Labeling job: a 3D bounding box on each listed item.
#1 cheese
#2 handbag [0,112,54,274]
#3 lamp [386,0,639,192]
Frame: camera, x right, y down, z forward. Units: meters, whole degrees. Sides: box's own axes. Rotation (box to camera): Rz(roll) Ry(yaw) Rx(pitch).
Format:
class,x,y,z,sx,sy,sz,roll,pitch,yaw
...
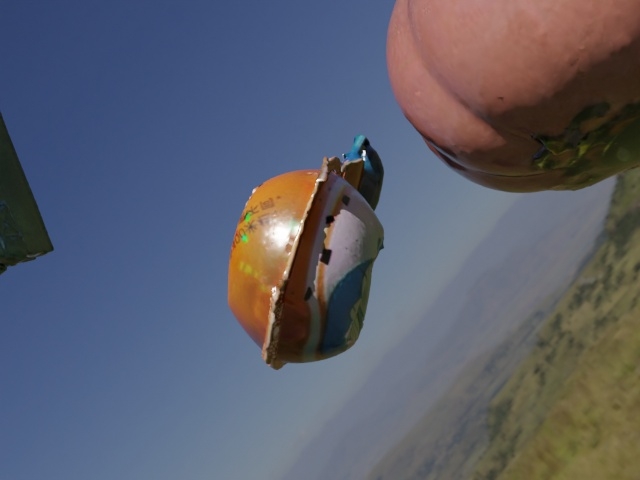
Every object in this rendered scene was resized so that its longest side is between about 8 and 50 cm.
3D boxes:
class,x,y,z,sx,sy,sz,roll,pitch,yaw
cheese,0.000,0.000,1.012,0.329,0.129,0.216,-59,-17,-59
handbag,-0.447,-0.072,1.117,0.100,0.274,0.269,-26,-1,27
lamp,0.190,-0.174,0.755,0.305,0.239,0.305,-17,-19,-6
